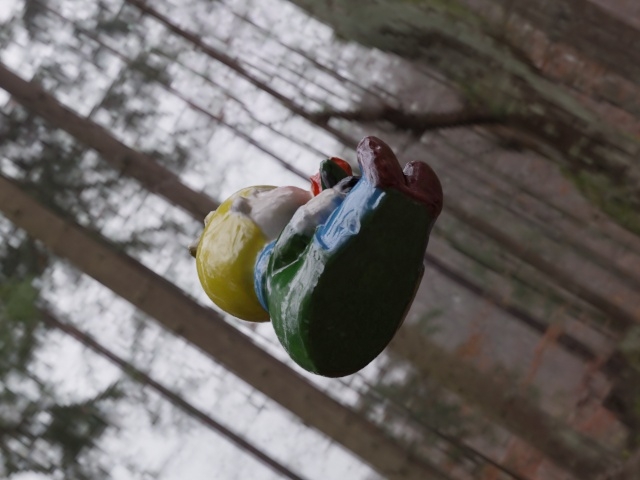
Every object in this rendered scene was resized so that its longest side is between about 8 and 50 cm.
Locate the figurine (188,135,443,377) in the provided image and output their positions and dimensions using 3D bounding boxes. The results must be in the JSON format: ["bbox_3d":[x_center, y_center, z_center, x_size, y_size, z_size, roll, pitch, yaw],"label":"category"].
[{"bbox_3d":[-0.011,-0.008,1.009,0.185,0.127,0.234,-70,23,11],"label":"figurine"}]
